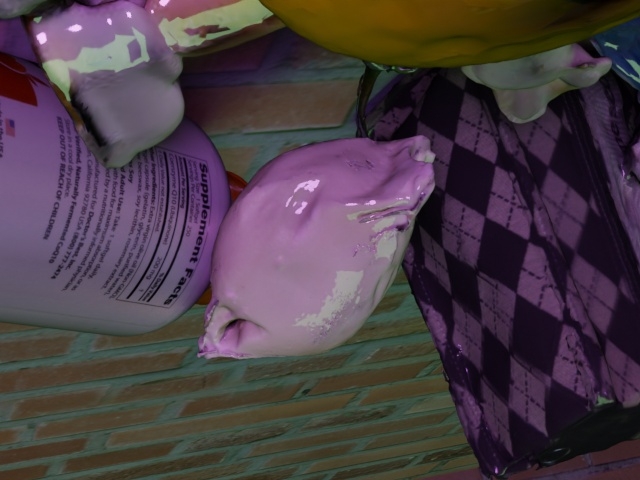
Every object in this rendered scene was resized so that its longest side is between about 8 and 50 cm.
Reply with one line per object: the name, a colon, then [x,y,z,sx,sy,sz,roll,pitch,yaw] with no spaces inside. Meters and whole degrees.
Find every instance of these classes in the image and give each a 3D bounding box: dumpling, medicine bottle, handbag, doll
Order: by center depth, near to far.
doll: [0.033,-0.142,0.595,0.423,0.161,0.348,-1,156,-13]
dumpling: [0.000,0.000,0.783,0.199,0.118,0.136,-33,-170,29]
medicine bottle: [-0.162,-0.023,0.788,0.157,0.157,0.289,-29,155,30]
handbag: [0.266,0.016,0.972,0.416,0.316,0.180,0,146,-37]

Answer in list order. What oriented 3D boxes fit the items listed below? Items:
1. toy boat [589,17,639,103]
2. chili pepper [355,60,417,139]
toy boat: [0.293,-0.139,0.895,0.309,0.129,0.142,0,-178,-35]
chili pepper: [0.088,-0.165,0.726,0.122,0.065,0.279,36,126,-26]
